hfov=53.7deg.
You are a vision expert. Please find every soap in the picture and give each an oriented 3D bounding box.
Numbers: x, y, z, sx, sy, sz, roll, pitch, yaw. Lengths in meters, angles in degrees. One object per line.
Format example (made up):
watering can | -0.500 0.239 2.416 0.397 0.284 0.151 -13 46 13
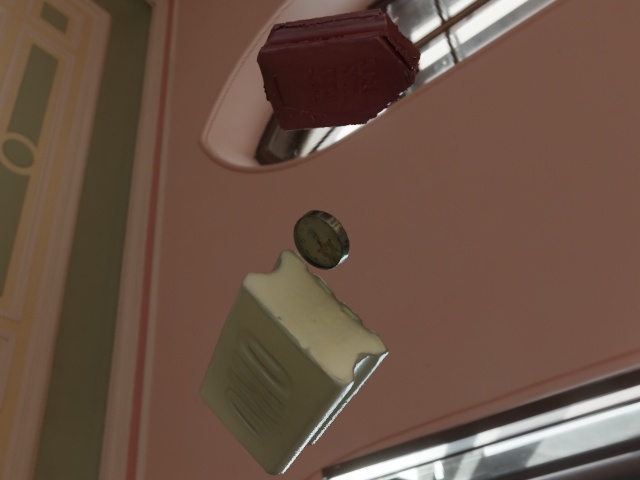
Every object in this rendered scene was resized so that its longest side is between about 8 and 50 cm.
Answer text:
soap | 0.035 -0.277 1.024 0.099 0.249 0.162 -70 -30 -45
soap | -0.034 0.114 0.554 0.119 0.198 0.066 45 -130 16

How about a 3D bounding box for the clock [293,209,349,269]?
clock | 0.000 0.000 0.849 0.017 0.085 0.085 -36 -84 -45
